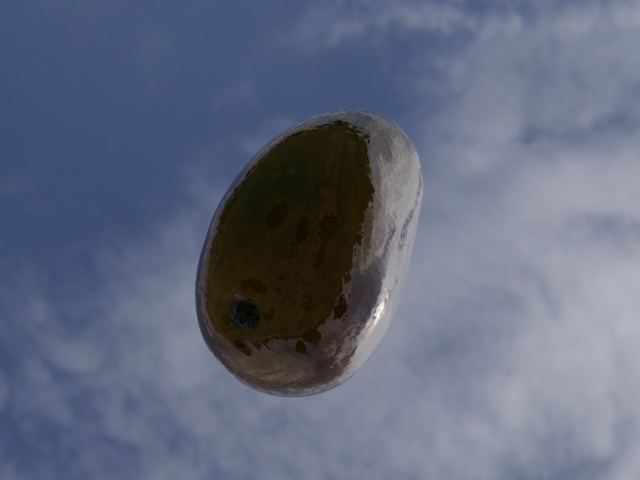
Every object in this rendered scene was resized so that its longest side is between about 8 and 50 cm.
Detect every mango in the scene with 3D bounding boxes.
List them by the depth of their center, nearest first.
[{"bbox_3d":[-0.002,-0.001,0.860,0.089,0.111,0.163,7,-120,23],"label":"mango"}]
